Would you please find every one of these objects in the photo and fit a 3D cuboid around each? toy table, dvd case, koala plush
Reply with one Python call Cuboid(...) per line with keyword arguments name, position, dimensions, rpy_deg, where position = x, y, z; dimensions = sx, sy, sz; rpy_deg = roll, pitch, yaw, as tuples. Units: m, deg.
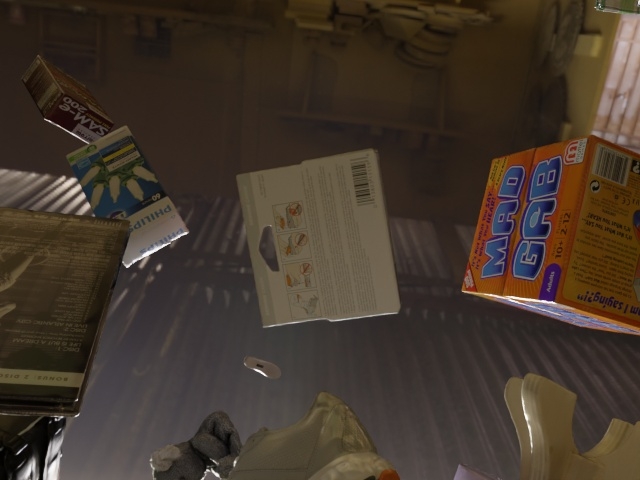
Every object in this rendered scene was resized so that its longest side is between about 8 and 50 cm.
Cuboid(name="toy table", position=(0.296, 0.269, 0.711), dimensions=(0.274, 0.161, 0.252), rpy_deg=(14, 166, 48))
Cuboid(name="dvd case", position=(-0.232, 0.034, 0.418), dimensions=(0.164, 0.018, 0.221), rpy_deg=(6, -152, -12))
Cuboid(name="koala plush", position=(-0.309, 0.541, 1.473), dimensions=(0.221, 0.196, 0.203), rpy_deg=(-13, -125, -20))

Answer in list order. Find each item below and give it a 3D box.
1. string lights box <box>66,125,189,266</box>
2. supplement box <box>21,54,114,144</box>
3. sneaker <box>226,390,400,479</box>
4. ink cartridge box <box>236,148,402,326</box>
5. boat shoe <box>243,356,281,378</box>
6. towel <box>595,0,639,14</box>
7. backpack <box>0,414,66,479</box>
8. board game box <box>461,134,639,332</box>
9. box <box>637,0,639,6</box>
Cuboid(name="string lights box", position=(-0.369, -0.089, 1.143), dimensions=(0.133, 0.077, 0.259), rpy_deg=(-31, -121, -10))
Cuboid(name="supplement box", position=(-0.559, -0.307, 1.320), dimensions=(0.130, 0.073, 0.239), rpy_deg=(33, -171, -49))
Cuboid(name="sneaker", position=(-0.057, 0.240, 0.535), dimensions=(0.262, 0.099, 0.121), rpy_deg=(-36, -138, 5))
Cuboid(name="ink cartridge box", position=(0.000, 0.000, 1.024), dimensions=(0.239, 0.275, 0.060), rpy_deg=(-8, -175, 12))
Cuboid(name="boat shoe", position=(-0.143, 0.309, 1.468), dimensions=(0.100, 0.035, 0.035), rpy_deg=(24, 175, -18))
Cuboid(name="towel", position=(0.621, -0.493, 1.157), dimensions=(0.152, 0.113, 0.023), rpy_deg=(10, -168, 5))
Cuboid(name="backpack", position=(-0.492, 0.358, 0.885), dimensions=(0.191, 0.253, 0.225), rpy_deg=(10, -163, 9))
Cuboid(name="board game box", position=(0.611, 0.004, 1.407), dimensions=(0.356, 0.356, 0.356), rpy_deg=(17, 174, -17))
Cuboid(name="box", position=(0.530, -0.444, 0.852), dimensions=(0.077, 0.180, 0.147), rpy_deg=(22, 173, 23))
